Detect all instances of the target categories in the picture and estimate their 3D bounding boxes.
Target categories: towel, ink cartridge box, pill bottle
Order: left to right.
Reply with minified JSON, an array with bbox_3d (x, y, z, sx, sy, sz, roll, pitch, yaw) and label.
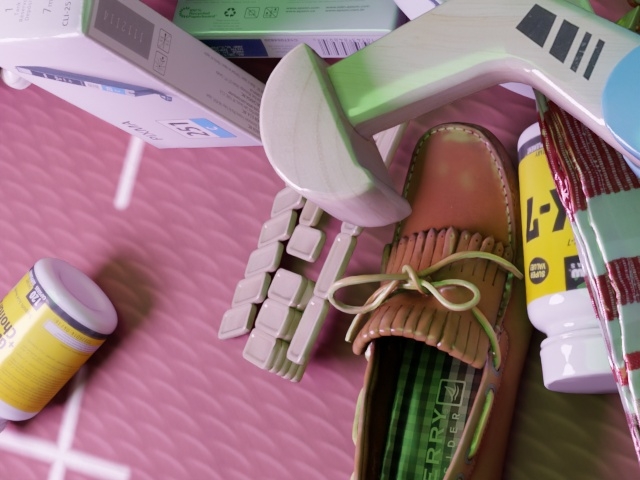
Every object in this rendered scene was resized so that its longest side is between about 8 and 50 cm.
[{"bbox_3d":[-0.297,0.113,1.292,0.184,0.103,0.103,-47,59,9],"label":"pill bottle"},{"bbox_3d":[-0.227,-0.160,1.221,0.261,0.296,0.066,2,77,30],"label":"ink cartridge box"},{"bbox_3d":[-0.017,-0.276,1.249,0.223,0.045,0.224,3,64,16],"label":"ink cartridge box"},{"bbox_3d":[0.221,0.011,1.026,0.119,0.119,0.208,-10,71,26],"label":"pill bottle"},{"bbox_3d":[0.306,-0.007,0.945,0.237,0.037,0.329,-14,80,-3],"label":"towel"}]

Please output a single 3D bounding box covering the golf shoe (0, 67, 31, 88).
[{"bbox_3d":[-0.282,-0.239,1.408,0.086,0.067,0.186,38,95,30],"label":"golf shoe"}]

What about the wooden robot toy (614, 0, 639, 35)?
[{"bbox_3d":[0.314,-0.209,1.082,0.173,0.079,0.076,-53,13,-9],"label":"wooden robot toy"}]

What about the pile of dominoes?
[{"bbox_3d":[0.000,0.000,1.169,0.251,0.040,0.196,-66,24,-3],"label":"pile of dominoes"}]

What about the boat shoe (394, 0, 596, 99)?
[{"bbox_3d":[0.133,-0.268,1.075,0.367,0.136,0.156,52,138,33],"label":"boat shoe"}]

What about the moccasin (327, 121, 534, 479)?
[{"bbox_3d":[0.088,0.083,1.061,0.139,0.147,0.380,8,80,30],"label":"moccasin"}]

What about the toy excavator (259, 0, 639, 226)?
[{"bbox_3d":[0.231,-0.111,0.850,0.445,0.222,0.433,40,94,30],"label":"toy excavator"}]
